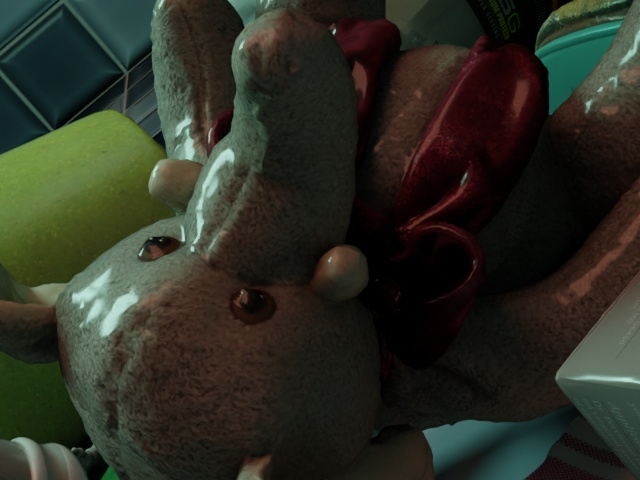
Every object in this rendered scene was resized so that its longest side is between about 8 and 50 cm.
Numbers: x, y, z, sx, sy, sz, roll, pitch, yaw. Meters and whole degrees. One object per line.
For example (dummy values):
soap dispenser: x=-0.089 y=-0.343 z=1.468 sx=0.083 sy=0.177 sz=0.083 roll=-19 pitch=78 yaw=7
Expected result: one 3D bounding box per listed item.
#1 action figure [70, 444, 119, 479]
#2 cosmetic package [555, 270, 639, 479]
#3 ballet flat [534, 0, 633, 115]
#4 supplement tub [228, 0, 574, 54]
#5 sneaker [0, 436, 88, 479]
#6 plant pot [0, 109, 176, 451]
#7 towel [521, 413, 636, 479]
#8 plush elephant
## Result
action figure: x=-0.103 y=0.137 z=0.859 sx=0.137 sy=0.063 sz=0.232 roll=-20 pitch=27 yaw=24
cosmetic package: x=0.185 y=0.050 z=0.357 sx=0.107 sy=0.127 sz=0.238 roll=-47 pitch=20 yaw=-22
ballet flat: x=0.227 y=-0.100 z=0.680 sx=0.123 sy=0.123 sz=0.348 roll=-45 pitch=18 yaw=-16
supplement tub: x=0.100 y=-0.224 z=1.080 sx=0.338 sy=0.207 sz=0.207 roll=-49 pitch=19 yaw=-23
sneaker: x=-0.229 y=0.219 z=0.742 sx=0.105 sy=0.115 sz=0.281 roll=15 pitch=80 yaw=61
plant pot: x=-0.211 y=0.041 z=1.054 sx=0.254 sy=0.276 sz=0.276 roll=-35 pitch=14 yaw=-19
towel: x=0.142 y=0.074 z=0.551 sx=0.197 sy=0.029 sz=0.144 roll=-47 pitch=19 yaw=-21
plush elephant: x=0.000 y=0.000 z=0.555 sx=0.255 sy=0.271 sz=0.330 roll=-22 pitch=-46 yaw=-62
